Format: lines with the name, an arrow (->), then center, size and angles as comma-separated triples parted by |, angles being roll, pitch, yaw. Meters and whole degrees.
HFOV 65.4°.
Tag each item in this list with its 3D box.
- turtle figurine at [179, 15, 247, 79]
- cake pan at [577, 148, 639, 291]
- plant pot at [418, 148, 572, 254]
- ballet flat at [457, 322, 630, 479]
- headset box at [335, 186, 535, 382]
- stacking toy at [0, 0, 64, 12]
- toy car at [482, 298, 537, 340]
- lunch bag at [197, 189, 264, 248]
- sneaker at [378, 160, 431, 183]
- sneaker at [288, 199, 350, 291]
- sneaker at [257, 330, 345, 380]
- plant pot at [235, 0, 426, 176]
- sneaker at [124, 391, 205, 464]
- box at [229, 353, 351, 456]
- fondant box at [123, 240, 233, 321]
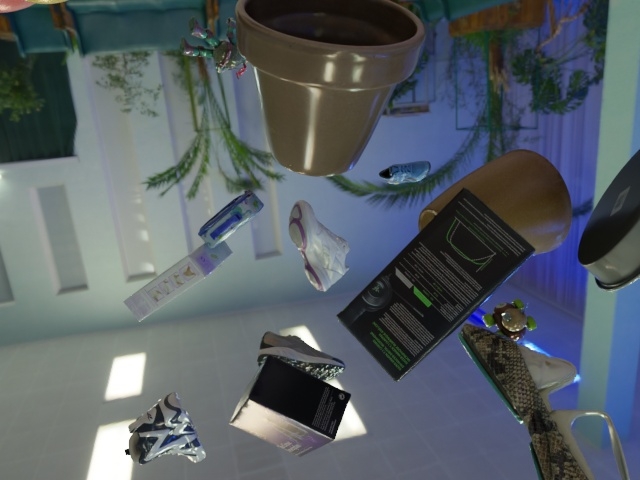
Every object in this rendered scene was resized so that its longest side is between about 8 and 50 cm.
turtle figurine -> -0.297, -0.586, 1.519 | 0.234, 0.175, 0.118 | 4, -144, -39
cake pan -> 0.521, -0.055, 0.820 | 0.054, 0.293, 0.293 | 29, -155, 10
plant pot -> 0.348, -0.050, 1.065 | 0.254, 0.237, 0.237 | -18, -160, -20
ballet flat -> 0.443, 0.344, 0.944 | 0.182, 0.164, 0.483 | -32, -126, 17
headset box -> 0.182, 0.081, 0.797 | 0.131, 0.283, 0.246 | 46, -170, 17
stacking toy -> -0.462, -0.488, 0.761 | 0.479, 0.351, 0.350 | 10, -161, 8
toy car -> 0.691, 0.273, 1.807 | 0.155, 0.188, 0.149 | -26, -120, 0
lunch bag -> -0.298, -0.071, 1.669 | 0.219, 0.090, 0.176 | -37, -171, 17
sneaker -> 0.310, -0.255, 1.857 | 0.082, 0.069, 0.209 | 12, 167, -41
sneaker -> 0.000, 0.000, 1.492 | 0.152, 0.305, 0.114 | -31, -146, -19
sneaker -> -0.047, 0.322, 1.408 | 0.271, 0.100, 0.108 | 21, -140, -23
plant pot -> 0.005, -0.231, 0.758 | 0.263, 0.229, 0.263 | 4, -138, -4
sneaker -> -0.367, 0.468, 1.158 | 0.153, 0.235, 0.094 | -25, -133, -18
box -> -0.073, 0.354, 1.045 | 0.184, 0.261, 0.103 | 28, -124, -1
fondant box -> -0.495, 0.127, 1.752 | 0.330, 0.096, 0.238 | -34, -172, 22
